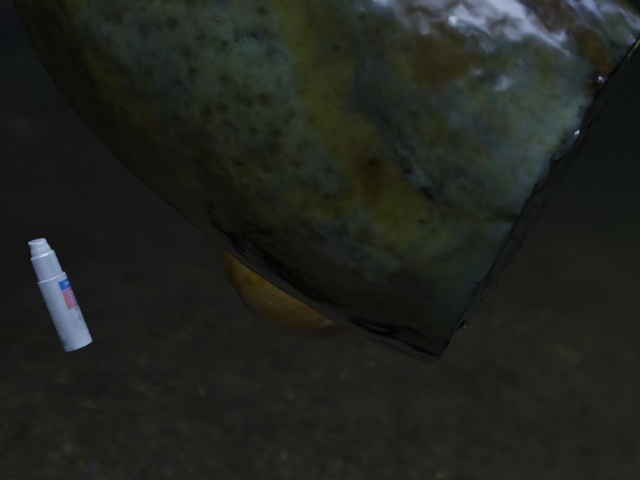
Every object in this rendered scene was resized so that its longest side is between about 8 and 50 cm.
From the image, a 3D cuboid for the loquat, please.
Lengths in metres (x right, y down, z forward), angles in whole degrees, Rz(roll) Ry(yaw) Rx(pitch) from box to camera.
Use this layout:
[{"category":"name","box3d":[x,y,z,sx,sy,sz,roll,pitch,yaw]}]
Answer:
[{"category":"loquat","box3d":[0.000,0.000,1.641,0.263,0.263,0.263,14,24,-6]}]

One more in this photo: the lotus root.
[{"category":"lotus root","box3d":[-0.015,-0.113,0.649,0.346,0.250,0.250,40,29,11]}]

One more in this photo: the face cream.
[{"category":"face cream","box3d":[-0.295,0.060,1.382,0.034,0.130,0.034,-20,9,3]}]
